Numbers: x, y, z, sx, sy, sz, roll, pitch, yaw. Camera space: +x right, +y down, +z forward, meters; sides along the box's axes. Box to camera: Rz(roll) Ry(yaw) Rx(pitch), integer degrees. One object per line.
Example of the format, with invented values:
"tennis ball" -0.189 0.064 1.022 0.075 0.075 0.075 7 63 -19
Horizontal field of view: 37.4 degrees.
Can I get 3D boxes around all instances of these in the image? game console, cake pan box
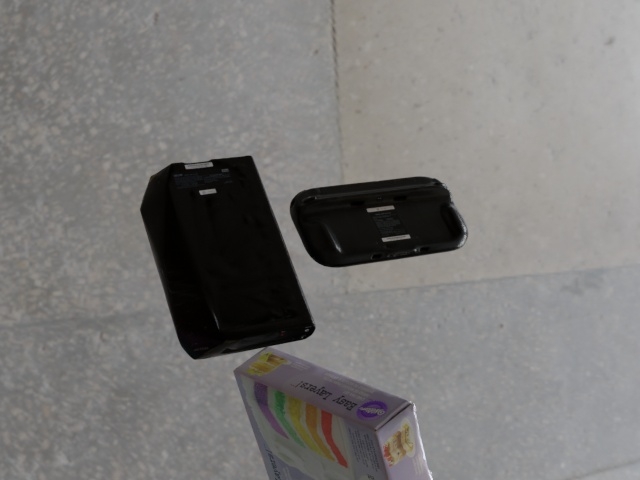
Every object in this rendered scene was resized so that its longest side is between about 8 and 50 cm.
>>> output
"game console" 0.000 0.000 1.013 0.362 0.044 0.213 -8 61 -24
"cake pan box" 0.026 0.273 1.116 0.070 0.246 0.266 -32 121 -32
